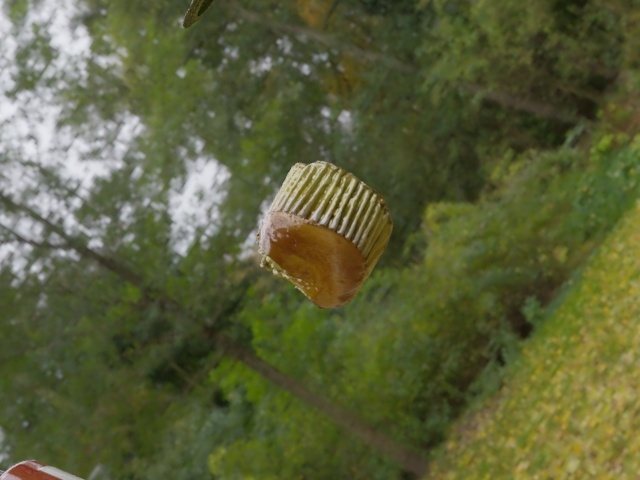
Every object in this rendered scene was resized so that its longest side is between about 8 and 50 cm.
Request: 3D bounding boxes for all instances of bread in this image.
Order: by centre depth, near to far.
[{"bbox_3d":[0.000,0.000,1.671,0.250,0.179,0.133,107,-171,-63],"label":"bread"}]

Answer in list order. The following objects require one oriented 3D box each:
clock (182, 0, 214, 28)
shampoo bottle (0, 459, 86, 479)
[{"bbox_3d":[-0.100,-0.225,1.034,0.083,0.010,0.074,-55,1,-24],"label":"clock"},{"bbox_3d":[-0.233,0.264,1.030,0.104,0.278,0.104,-46,-35,-47],"label":"shampoo bottle"}]
